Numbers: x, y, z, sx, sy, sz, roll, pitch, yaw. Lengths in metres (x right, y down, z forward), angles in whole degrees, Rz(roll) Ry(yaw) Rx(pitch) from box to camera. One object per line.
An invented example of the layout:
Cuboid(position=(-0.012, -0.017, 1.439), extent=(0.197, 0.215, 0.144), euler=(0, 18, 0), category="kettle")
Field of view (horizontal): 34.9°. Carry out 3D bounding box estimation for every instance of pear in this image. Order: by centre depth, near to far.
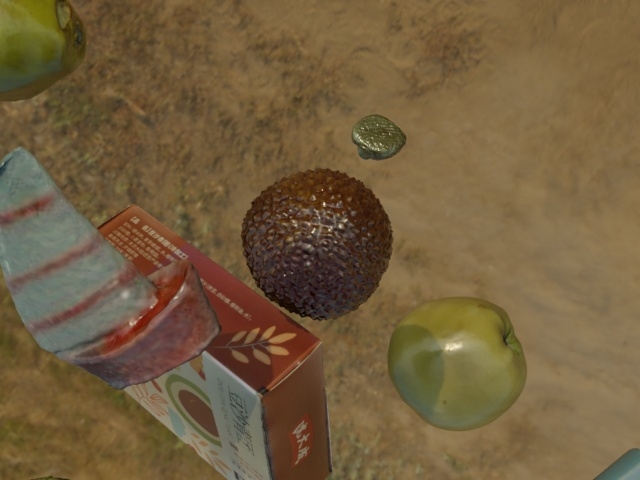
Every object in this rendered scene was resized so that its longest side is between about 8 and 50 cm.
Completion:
Cuboid(position=(-0.556, -0.362, 1.711), extent=(0.321, 0.269, 0.269), euler=(9, 137, -4), category="pear")

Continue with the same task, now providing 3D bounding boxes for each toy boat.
Cuboid(position=(-0.247, 0.029, 1.024), extent=(0.206, 0.096, 0.282), euler=(-22, 127, 21), category="toy boat")

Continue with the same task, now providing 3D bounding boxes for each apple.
Cuboid(position=(0.259, 0.227, 1.916), extent=(0.262, 0.262, 0.262), euler=(14, 136, 14), category="apple")

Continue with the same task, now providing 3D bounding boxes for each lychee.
Cuboid(position=(0.002, 0.003, 1.228), extent=(0.195, 0.194, 0.194), euler=(14, 136, 14), category="lychee")

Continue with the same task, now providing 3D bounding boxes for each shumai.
Cuboid(position=(0.081, -0.143, 1.538), extent=(0.083, 0.082, 0.080), euler=(-6, 149, -17), category="shumai")

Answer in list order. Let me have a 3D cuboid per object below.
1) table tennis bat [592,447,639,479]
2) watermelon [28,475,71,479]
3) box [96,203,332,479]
Cuboid(position=(0.207, 0.323, 0.999), extent=(0.044, 0.329, 0.215), euler=(50, 167, 5), category="table tennis bat")
Cuboid(position=(-0.342, 0.486, 1.434), extent=(0.331, 0.189, 0.331), euler=(29, 177, 2), category="watermelon")
Cuboid(position=(-0.167, 0.182, 1.489), extent=(0.385, 0.122, 0.344), euler=(33, 148, 28), category="box")
